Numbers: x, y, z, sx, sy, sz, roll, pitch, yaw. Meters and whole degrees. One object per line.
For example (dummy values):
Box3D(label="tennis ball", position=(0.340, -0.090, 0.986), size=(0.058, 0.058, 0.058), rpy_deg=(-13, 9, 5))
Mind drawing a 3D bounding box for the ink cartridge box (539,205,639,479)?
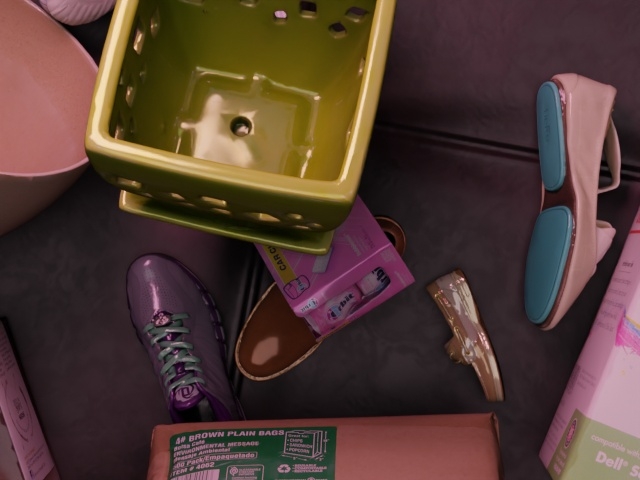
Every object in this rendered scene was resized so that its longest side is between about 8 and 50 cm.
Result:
Box3D(label="ink cartridge box", position=(0.325, 0.071, 1.488), size=(0.119, 0.207, 0.353), rpy_deg=(22, 92, 3))

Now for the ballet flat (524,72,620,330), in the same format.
Box3D(label="ballet flat", position=(0.249, -0.036, 1.558), size=(0.086, 0.086, 0.248), rpy_deg=(4, 90, 2))

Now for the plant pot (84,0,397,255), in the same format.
Box3D(label="plant pot", position=(-0.065, -0.118, 1.405), size=(0.227, 0.207, 0.228), rpy_deg=(12, 71, 1))

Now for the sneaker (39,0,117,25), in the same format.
Box3D(label="sneaker", position=(-0.168, -0.288, 1.566), size=(0.237, 0.086, 0.085), rpy_deg=(-27, 134, -8))

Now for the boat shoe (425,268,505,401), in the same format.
Box3D(label="boat shoe", position=(0.141, 0.097, 1.576), size=(0.045, 0.050, 0.135), rpy_deg=(-21, 80, 5))

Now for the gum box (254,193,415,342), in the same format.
Box3D(label="gum box", position=(0.000, 0.000, 1.513), size=(0.107, 0.188, 0.062), rpy_deg=(-34, 134, 1))

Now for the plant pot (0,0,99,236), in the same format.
Box3D(label="plant pot", position=(-0.359, -0.096, 1.498), size=(0.284, 0.284, 0.191), rpy_deg=(36, 123, 1))

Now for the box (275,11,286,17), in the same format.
Box3D(label="box", position=(-0.072, -0.157, 1.564), size=(0.137, 0.072, 0.126), rpy_deg=(-14, 90, 2))

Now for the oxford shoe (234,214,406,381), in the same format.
Box3D(label="oxford shoe", position=(-0.005, 0.055, 1.565), size=(0.076, 0.076, 0.212), rpy_deg=(44, 94, -2))

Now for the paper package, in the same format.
Box3D(label="paper package", position=(0.011, 0.323, 1.473), size=(0.324, 0.168, 0.309), rpy_deg=(-2, 115, 2))

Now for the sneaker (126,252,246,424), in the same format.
Box3D(label="sneaker", position=(-0.126, 0.115, 1.556), size=(0.083, 0.098, 0.224), rpy_deg=(-24, 90, 2))

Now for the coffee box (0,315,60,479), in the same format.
Box3D(label="coffee box", position=(-0.343, 0.239, 1.552), size=(0.168, 0.119, 0.297), rpy_deg=(-18, 90, 5))
